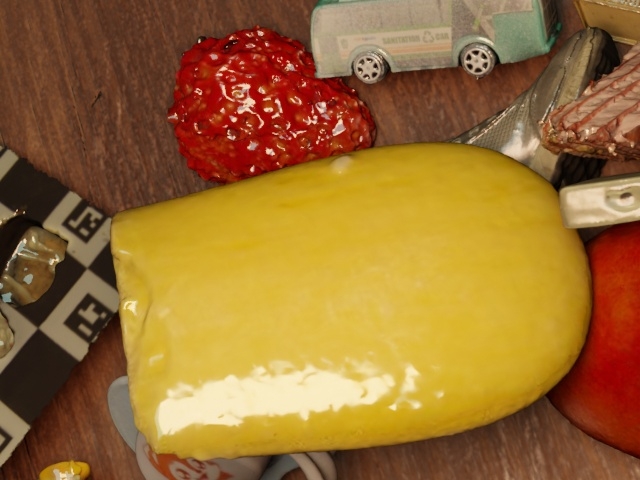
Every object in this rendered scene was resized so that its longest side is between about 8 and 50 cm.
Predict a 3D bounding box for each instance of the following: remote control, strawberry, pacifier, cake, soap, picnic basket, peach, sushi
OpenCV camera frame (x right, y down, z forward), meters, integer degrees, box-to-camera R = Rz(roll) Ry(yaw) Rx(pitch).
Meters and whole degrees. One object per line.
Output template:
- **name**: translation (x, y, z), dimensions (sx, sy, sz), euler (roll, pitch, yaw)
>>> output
- **remote control**: translation (0.305, -0.046, 1.280), dimensions (0.123, 0.285, 0.038), euler (-8, 92, 19)
- **strawberry**: translation (-0.061, -0.148, 1.506), dimensions (0.237, 0.111, 0.190), euler (17, 83, 19)
- **pacifier**: translation (-0.075, 0.159, 1.425), dimensions (0.244, 0.299, 0.233), euler (34, 50, -11)
- **cake**: translation (0.293, -0.126, 1.299), dimensions (0.098, 0.287, 0.135), euler (18, 107, 29)
- **soap**: translation (0.031, 0.048, 1.255), dimensions (0.427, 0.115, 0.306), euler (-9, 53, 0)
- **picnic basket**: translation (0.344, -0.246, 1.393), dimensions (0.164, 0.115, 0.079), euler (18, 84, 19)
- **peach**: translation (0.359, 0.096, 1.305), dimensions (0.338, 0.281, 0.281), euler (-18, 72, 48)
- **sushi**: translation (-0.375, 0.108, 1.575), dimensions (0.296, 0.100, 0.373), euler (31, 79, 26)

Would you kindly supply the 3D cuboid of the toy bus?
- **toy bus**: translation (0.116, -0.224, 1.437), dimensions (0.262, 0.091, 0.109), euler (-2, 118, 22)

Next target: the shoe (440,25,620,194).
- **shoe**: translation (0.181, -0.075, 1.419), dimensions (0.171, 0.132, 0.336), euler (26, 91, 29)

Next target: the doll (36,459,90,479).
- **doll**: translation (-0.249, 0.394, 1.451), dimensions (0.177, 0.141, 0.314), euler (-40, 55, 40)
